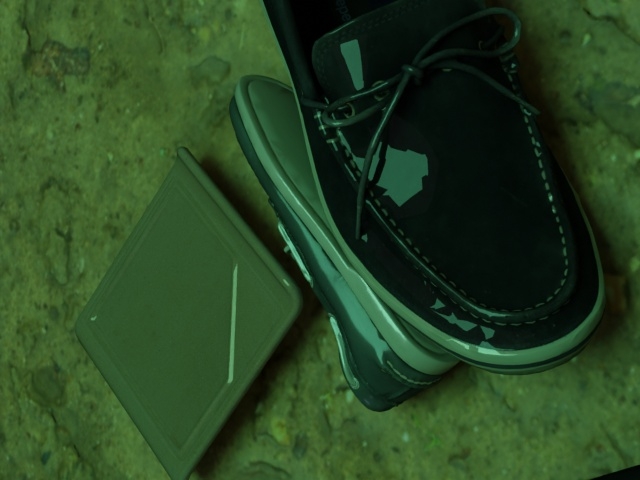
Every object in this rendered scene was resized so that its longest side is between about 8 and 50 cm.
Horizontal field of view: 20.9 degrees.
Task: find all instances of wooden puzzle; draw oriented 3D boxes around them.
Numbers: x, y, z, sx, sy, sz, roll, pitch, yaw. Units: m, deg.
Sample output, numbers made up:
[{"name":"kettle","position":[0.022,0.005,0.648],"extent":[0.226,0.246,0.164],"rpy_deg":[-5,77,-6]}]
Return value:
[{"name":"wooden puzzle","position":[-0.119,0.069,1.572],"extent":[0.221,0.044,0.239],"rpy_deg":[50,120,38]}]

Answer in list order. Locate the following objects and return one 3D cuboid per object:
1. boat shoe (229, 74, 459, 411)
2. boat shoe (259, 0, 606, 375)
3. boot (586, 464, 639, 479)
[{"name":"boat shoe","position":[0.000,0.000,1.451],"extent":[0.099,0.116,0.319],"rpy_deg":[-50,62,35]},{"name":"boat shoe","position":[0.067,-0.120,1.357],"extent":[0.186,0.156,0.500],"rpy_deg":[-21,65,-7]},{"name":"boot","position":[0.254,0.055,1.186],"extent":[0.367,0.146,0.445],"rpy_deg":[6,92,10]}]
